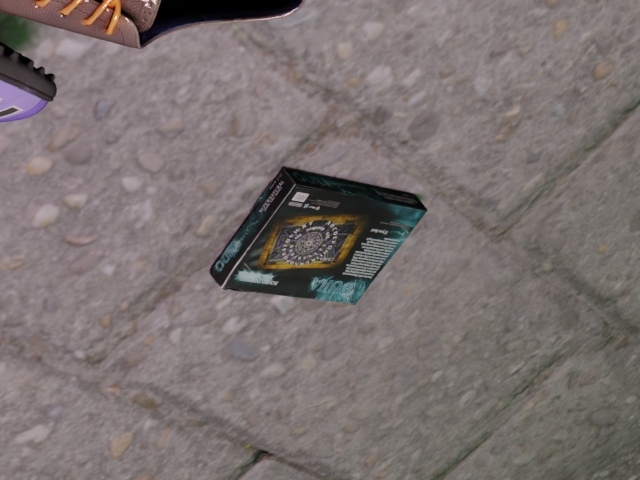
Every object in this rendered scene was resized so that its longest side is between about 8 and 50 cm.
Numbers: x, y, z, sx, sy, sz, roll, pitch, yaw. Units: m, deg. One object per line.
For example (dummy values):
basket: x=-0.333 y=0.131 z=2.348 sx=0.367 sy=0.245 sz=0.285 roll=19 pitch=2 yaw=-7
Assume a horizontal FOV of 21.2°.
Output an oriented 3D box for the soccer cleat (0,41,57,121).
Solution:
soccer cleat: x=-0.298 y=-0.100 z=1.066 sx=0.318 sy=0.108 sz=0.116 roll=8 pitch=106 yaw=-57

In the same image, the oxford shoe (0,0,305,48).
oxford shoe: x=-0.164 y=-0.195 z=1.088 sx=0.363 sy=0.133 sz=0.130 roll=-8 pitch=137 yaw=-36

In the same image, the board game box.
board game box: x=0.000 y=0.000 z=1.564 sx=0.186 sy=0.026 sz=0.126 roll=10 pitch=125 yaw=-48
